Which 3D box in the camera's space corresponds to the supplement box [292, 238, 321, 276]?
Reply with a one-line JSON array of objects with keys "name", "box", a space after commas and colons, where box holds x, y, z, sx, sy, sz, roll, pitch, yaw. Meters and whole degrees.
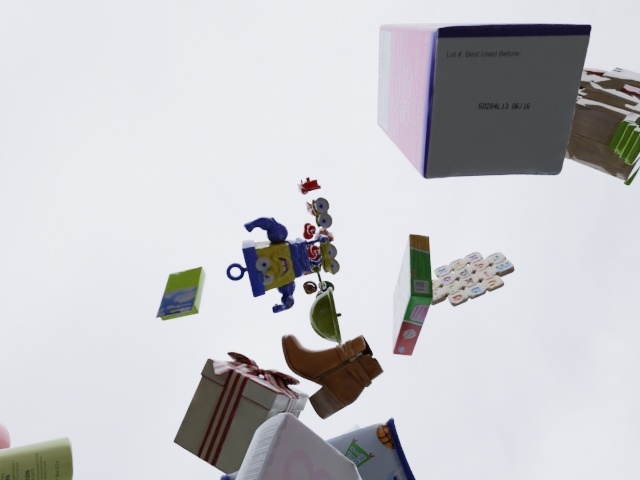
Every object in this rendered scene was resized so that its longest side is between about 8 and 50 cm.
[{"name": "supplement box", "box": [-0.094, 0.064, 1.465, 0.104, 0.188, 0.080, 18, -114, -38]}]

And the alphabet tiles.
[{"name": "alphabet tiles", "box": [0.476, 0.123, 1.566, 0.284, 0.278, 0.021, -24, -73, 8]}]

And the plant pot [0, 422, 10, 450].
[{"name": "plant pot", "box": [-0.840, 0.433, 0.981, 0.275, 0.275, 0.243, -30, -52, -16]}]

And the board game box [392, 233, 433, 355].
[{"name": "board game box", "box": [0.280, 0.174, 1.499, 0.064, 0.242, 0.316, 7, -42, 3]}]

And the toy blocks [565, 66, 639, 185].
[{"name": "toy blocks", "box": [0.521, -0.255, 0.931, 0.381, 0.261, 0.190, -32, -38, -37]}]

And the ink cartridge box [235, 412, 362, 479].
[{"name": "ink cartridge box", "box": [0.013, 0.287, 0.388, 0.232, 0.189, 0.066, 40, -54, -12]}]

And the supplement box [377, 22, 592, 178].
[{"name": "supplement box", "box": [0.125, -0.141, 0.444, 0.111, 0.220, 0.113, -2, -64, -3]}]

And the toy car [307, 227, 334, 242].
[{"name": "toy car", "box": [0.000, 0.000, 1.344, 0.060, 0.122, 0.040, 9, -60, 14]}]

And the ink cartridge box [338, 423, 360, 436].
[{"name": "ink cartridge box", "box": [0.150, 0.755, 1.447, 0.091, 0.385, 0.308, -37, -100, 6]}]

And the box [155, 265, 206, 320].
[{"name": "box", "box": [-0.385, 0.153, 1.341, 0.109, 0.178, 0.042, -13, -53, 7]}]

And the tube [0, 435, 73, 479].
[{"name": "tube", "box": [-0.425, 0.292, 0.563, 0.240, 0.070, 0.062, 0, -46, -35]}]

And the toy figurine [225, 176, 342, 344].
[{"name": "toy figurine", "box": [-0.088, 0.062, 1.015, 0.217, 0.191, 0.362, -14, -70, -13]}]

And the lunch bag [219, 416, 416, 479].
[{"name": "lunch bag", "box": [0.038, 0.537, 0.779, 0.328, 0.385, 0.239, -15, -33, -7]}]

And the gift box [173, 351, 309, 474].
[{"name": "gift box", "box": [-0.193, 0.447, 1.252, 0.258, 0.255, 0.276, -67, -20, -12]}]

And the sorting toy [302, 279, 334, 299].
[{"name": "sorting toy", "box": [-0.008, 0.158, 1.497, 0.102, 0.042, 0.061, 3, -56, 14]}]

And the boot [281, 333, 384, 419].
[{"name": "boot", "box": [0.027, 0.327, 1.357, 0.220, 0.283, 0.109, -40, -39, 5]}]
